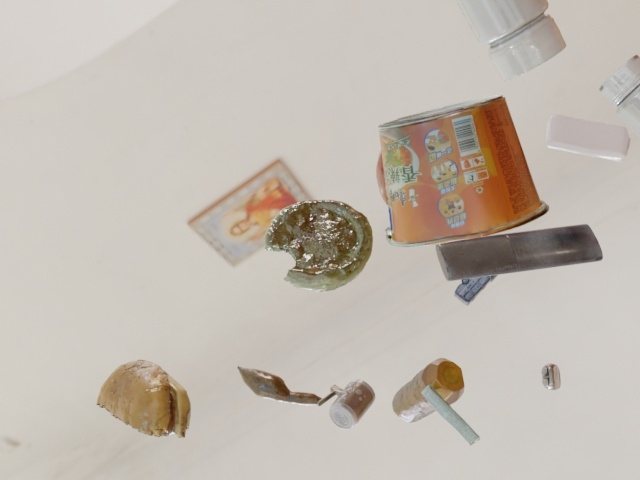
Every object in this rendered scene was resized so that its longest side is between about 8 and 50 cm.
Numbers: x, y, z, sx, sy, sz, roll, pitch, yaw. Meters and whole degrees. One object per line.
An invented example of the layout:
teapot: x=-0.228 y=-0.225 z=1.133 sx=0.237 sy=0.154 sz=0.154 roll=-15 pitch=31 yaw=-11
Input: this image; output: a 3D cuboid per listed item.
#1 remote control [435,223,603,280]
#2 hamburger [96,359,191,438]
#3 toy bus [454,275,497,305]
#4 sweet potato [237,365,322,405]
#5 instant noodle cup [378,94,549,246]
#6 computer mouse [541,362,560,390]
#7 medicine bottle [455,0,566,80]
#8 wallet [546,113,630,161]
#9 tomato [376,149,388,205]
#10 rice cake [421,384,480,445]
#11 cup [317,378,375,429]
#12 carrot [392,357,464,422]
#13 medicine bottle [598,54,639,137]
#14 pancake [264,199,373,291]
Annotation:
remote control: x=0.460 y=0.026 z=1.834 sx=0.044 sy=0.378 sz=0.107 roll=94 pitch=165 yaw=-49
hamburger: x=-0.350 y=0.308 z=1.572 sx=0.124 sy=0.130 sz=0.262 roll=10 pitch=-177 yaw=-39
toy bus: x=0.441 y=0.104 z=2.197 sx=0.065 sy=0.166 sz=0.047 roll=41 pitch=172 yaw=20
sweet potato: x=-0.125 y=0.419 z=2.229 sx=0.270 sy=0.074 sz=0.075 roll=19 pitch=175 yaw=13
instant noodle cup: x=0.240 y=-0.130 z=1.406 sx=0.296 sy=0.297 sz=0.213 roll=-97 pitch=-6 yaw=-81
computer mouse: x=0.556 y=0.332 z=1.922 sx=0.096 sy=0.039 sz=0.065 roll=19 pitch=-115 yaw=-60
medicine bottle: x=0.491 y=-0.637 z=2.132 sx=0.371 sy=0.211 sz=0.211 roll=58 pitch=-176 yaw=-11
wallet: x=0.611 y=-0.234 z=1.808 sx=0.033 sy=0.190 sz=0.095 roll=89 pitch=-168 yaw=-62
tomato: x=0.238 y=-0.141 z=2.046 sx=0.309 sy=0.170 sz=0.308 roll=157 pitch=90 yaw=-89
rice cake: x=0.303 y=0.409 z=1.849 sx=0.171 sy=0.033 sz=0.029 roll=45 pitch=-178 yaw=13
cup: x=0.058 y=0.362 z=1.784 sx=0.102 sy=0.074 sz=0.099 roll=34 pitch=-138 yaw=12
carrot: x=0.277 y=0.386 z=2.019 sx=0.114 sy=0.114 sz=0.302 roll=57 pitch=155 yaw=14
medicine bottle: x=0.814 y=-0.320 z=1.931 sx=0.258 sy=0.143 sz=0.143 roll=49 pitch=-177 yaw=12
pancake: x=0.000 y=0.000 z=1.761 sx=0.253 sy=0.254 sz=0.037 roll=58 pitch=161 yaw=31
